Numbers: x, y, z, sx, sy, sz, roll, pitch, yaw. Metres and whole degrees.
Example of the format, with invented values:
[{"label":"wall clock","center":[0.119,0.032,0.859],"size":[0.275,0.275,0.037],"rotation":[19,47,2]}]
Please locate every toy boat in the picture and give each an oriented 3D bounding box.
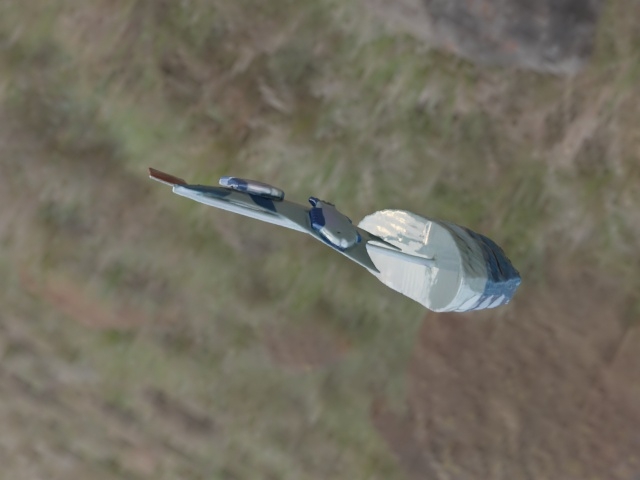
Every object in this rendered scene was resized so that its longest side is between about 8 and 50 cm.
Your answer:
[{"label":"toy boat","center":[0.005,0.000,0.758],"size":[0.149,0.034,0.105],"rotation":[13,-176,1]}]
